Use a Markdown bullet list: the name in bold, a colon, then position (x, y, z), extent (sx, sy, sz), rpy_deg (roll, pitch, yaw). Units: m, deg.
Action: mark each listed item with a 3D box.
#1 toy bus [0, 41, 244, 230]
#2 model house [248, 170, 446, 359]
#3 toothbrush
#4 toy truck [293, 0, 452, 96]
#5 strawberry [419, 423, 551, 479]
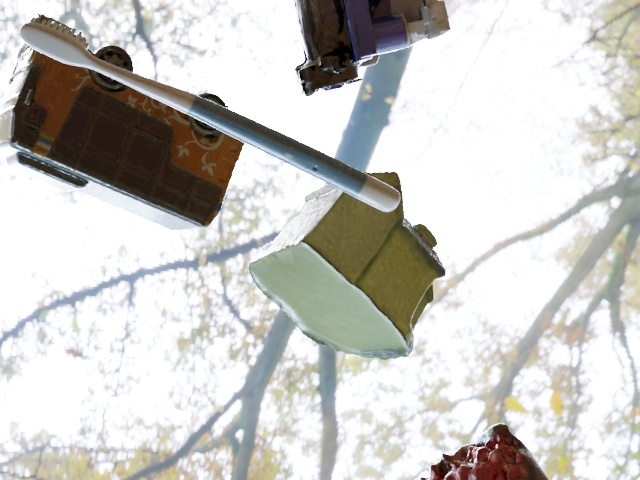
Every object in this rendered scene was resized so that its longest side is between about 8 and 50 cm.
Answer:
- **toy bus**: position (-0.242, -0.125, 1.149), extent (0.275, 0.138, 0.167), rpy_deg (25, -103, -27)
- **model house**: position (0.054, 0.025, 1.263), extent (0.214, 0.195, 0.189), rpy_deg (43, -118, -12)
- **toothbrush**: position (-0.067, -0.083, 0.647), extent (0.276, 0.019, 0.025), rpy_deg (24, -149, -15)
- **toy truck**: position (0.048, -0.256, 1.084), extent (0.177, 0.161, 0.213), rpy_deg (-11, -170, 0)
- **strawberry**: position (0.159, 0.356, 0.989), extent (0.138, 0.233, 0.306), rpy_deg (5, -125, -11)
